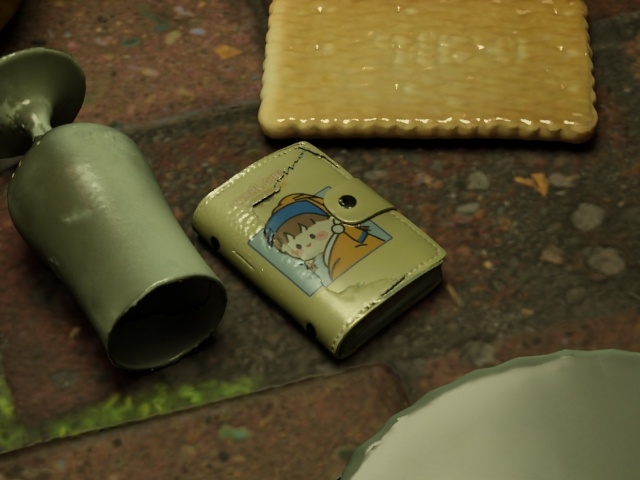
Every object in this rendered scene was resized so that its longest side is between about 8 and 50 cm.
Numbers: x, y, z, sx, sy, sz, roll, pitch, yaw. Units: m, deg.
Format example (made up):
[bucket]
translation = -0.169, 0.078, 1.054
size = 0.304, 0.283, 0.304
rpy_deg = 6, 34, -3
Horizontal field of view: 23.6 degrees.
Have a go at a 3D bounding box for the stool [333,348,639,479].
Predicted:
[stool]
translation = 0.110, 0.240, 0.645
size = 0.297, 0.330, 0.297
rpy_deg = -2, 50, 2

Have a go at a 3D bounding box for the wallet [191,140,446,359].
[wallet]
translation = 0.000, 0.000, 1.044
size = 0.110, 0.039, 0.155
rpy_deg = -36, 58, -23

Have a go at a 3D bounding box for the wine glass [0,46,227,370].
[wine glass]
translation = -0.155, -0.021, 1.032
size = 0.103, 0.103, 0.231
rpy_deg = -26, 57, -18

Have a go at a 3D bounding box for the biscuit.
[biscuit]
translation = 0.081, -0.132, 1.157
size = 0.250, 0.030, 0.160
rpy_deg = 0, 49, 3

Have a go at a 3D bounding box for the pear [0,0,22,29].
[pear]
translation = -0.326, -0.256, 1.134
size = 0.281, 0.280, 0.280
rpy_deg = -2, 50, 2
